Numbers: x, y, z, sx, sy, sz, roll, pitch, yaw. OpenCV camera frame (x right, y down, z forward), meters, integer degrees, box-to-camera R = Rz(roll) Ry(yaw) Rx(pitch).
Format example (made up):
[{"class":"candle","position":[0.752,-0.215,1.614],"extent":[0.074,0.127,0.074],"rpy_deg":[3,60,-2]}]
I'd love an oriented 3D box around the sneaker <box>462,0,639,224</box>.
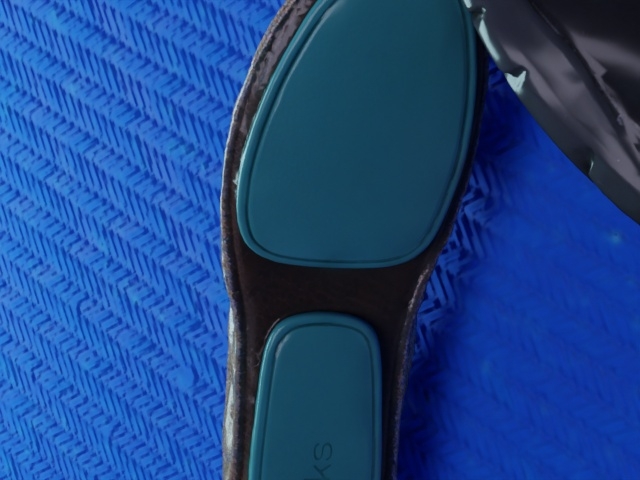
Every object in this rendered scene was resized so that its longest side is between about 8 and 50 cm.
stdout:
[{"class":"sneaker","position":[0.167,-0.041,0.668],"extent":[0.140,0.125,0.341],"rpy_deg":[-41,64,13]}]

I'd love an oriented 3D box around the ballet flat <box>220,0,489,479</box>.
[{"class":"ballet flat","position":[0.000,0.000,0.837],"extent":[0.106,0.108,0.316],"rpy_deg":[-103,23,-64]}]
